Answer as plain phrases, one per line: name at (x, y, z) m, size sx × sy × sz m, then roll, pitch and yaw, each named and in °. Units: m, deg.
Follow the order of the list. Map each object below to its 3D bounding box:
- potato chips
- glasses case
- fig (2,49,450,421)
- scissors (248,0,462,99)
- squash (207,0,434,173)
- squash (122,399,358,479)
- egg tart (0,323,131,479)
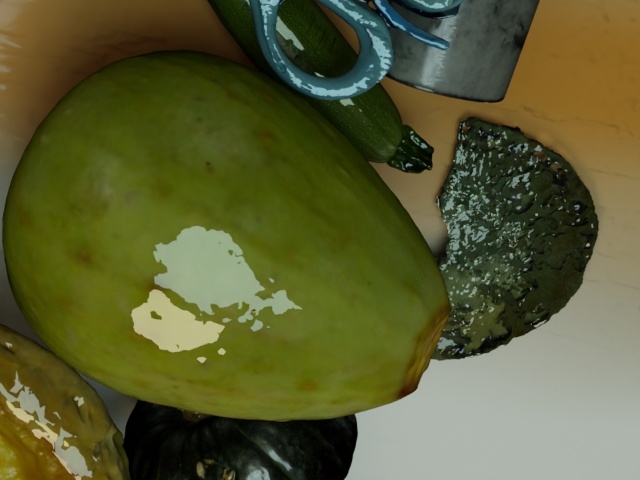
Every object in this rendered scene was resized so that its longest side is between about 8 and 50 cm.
potato chips at (0.126, 0.013, 1.369) m, size 0.220 × 0.029 × 0.202 m, roll -40°, pitch 121°, yaw 4°
glasses case at (0.132, -0.252, 1.218) m, size 0.114 × 0.060 × 0.299 m, roll 10°, pitch 115°, yaw -19°
fig at (-0.064, 0.014, 1.187) m, size 0.326 × 0.258 × 0.258 m, roll 30°, pitch 109°, yaw -1°
scissors at (-0.063, -0.250, 1.148) m, size 0.393 × 0.032 × 0.180 m, roll 35°, pitch 90°, yaw -13°
squash at (-0.010, -0.136, 1.242) m, size 0.066 × 0.066 × 0.252 m, roll -38°, pitch 114°, yaw 8°
squash at (-0.066, 0.161, 1.318) m, size 0.193 × 0.193 × 0.156 m, roll -40°, pitch 100°, yaw 9°
egg tart at (-0.325, 0.209, 1.268) m, size 0.388 × 0.169 × 0.387 m, roll -4°, pitch 113°, yaw -9°
